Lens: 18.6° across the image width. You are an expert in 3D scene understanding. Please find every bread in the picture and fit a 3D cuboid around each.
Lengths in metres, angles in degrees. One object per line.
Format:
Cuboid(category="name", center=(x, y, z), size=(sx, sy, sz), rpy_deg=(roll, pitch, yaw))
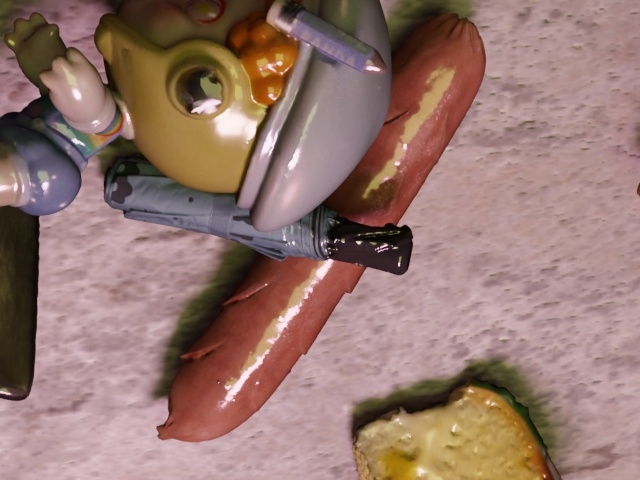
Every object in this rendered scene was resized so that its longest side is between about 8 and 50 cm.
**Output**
Cuboid(category="bread", center=(0.131, 0.265, 1.709), size=(0.174, 0.133, 0.252), rpy_deg=(-19, 73, -9))

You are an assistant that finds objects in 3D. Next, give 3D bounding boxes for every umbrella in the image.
Cuboid(category="umbrella", center=(-0.051, -0.015, 1.523), size=(0.250, 0.052, 0.053), rpy_deg=(15, 130, 9))

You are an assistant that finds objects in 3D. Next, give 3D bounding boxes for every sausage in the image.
Cuboid(category="sausage", center=(0.001, 0.002, 1.583), size=(0.088, 0.088, 0.433), rpy_deg=(30, 104, -25))

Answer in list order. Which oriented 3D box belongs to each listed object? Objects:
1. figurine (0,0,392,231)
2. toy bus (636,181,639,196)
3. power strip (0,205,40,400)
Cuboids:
Cuboid(category="figurine", center=(-0.131, -0.089, 1.432), size=(0.381, 0.224, 0.205), rpy_deg=(-14, 108, 0))
Cuboid(category="toy bus", center=(0.403, -0.187, 1.543), size=(0.233, 0.203, 0.427), rpy_deg=(2, 112, -11))
Cuboid(category="power strip", center=(-0.330, 0.014, 1.411), size=(0.251, 0.257, 0.092), rpy_deg=(14, 123, -17))
